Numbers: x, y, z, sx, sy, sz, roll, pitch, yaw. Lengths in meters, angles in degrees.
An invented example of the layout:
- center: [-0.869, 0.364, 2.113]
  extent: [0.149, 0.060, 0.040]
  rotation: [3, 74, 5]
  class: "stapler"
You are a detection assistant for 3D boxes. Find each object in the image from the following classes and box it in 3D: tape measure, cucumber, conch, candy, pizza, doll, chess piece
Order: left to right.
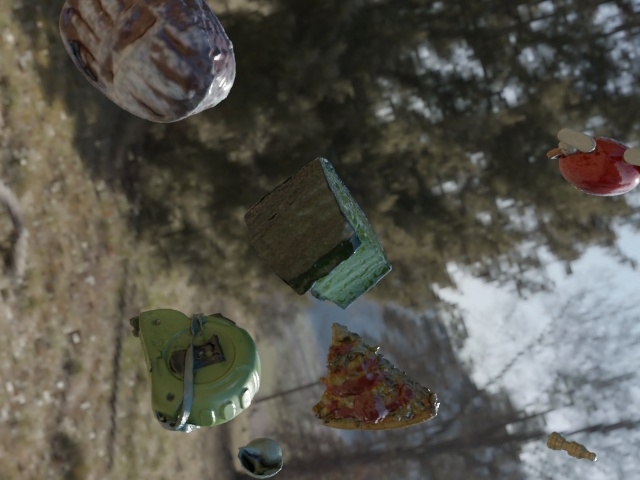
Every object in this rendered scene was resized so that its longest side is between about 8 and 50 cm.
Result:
- center: [-0.276, -0.313, 1.988]
  extent: [0.289, 0.214, 0.157]
  rotation: [38, 25, 4]
  class: "candy"
- center: [-0.152, 0.161, 1.580]
  extent: [0.087, 0.154, 0.177]
  rotation: [90, -13, -49]
  class: "tape measure"
- center: [-0.105, 0.373, 2.131]
  extent: [0.056, 0.085, 0.076]
  rotation: [116, -35, -49]
  class: "conch"
- center: [-0.002, -0.006, 1.676]
  extent: [0.191, 0.130, 0.191]
  rotation: [52, 14, -19]
  class: "cucumber"
- center: [0.054, 0.197, 1.733]
  extent: [0.199, 0.188, 0.062]
  rotation: [61, 30, -31]
  class: "pizza"
- center: [0.463, 0.381, 2.296]
  extent: [0.092, 0.035, 0.035]
  rotation: [20, -36, 36]
  class: "chess piece"
- center: [0.441, -0.120, 1.932]
  extent: [0.217, 0.183, 0.085]
  rotation: [57, 49, -75]
  class: "doll"
